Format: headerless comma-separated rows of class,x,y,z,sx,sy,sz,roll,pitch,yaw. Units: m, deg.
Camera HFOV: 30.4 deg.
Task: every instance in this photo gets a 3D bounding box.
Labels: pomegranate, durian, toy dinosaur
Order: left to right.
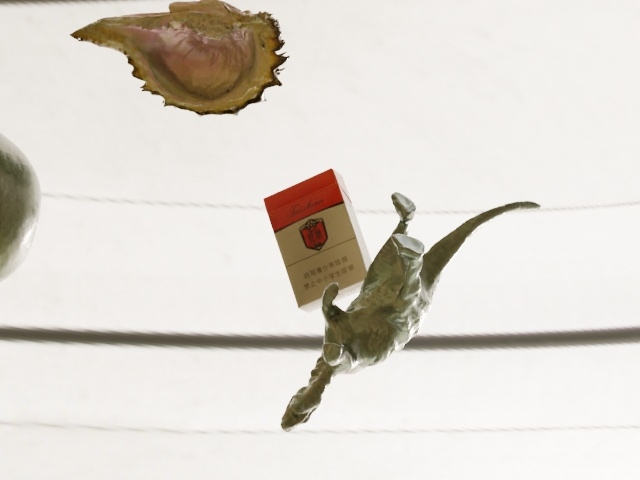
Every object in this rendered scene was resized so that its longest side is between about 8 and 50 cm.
pomegranate,-0.351,-0.055,1.137,0.180,0.180,0.210,-30,-134,47
durian,-0.146,-0.207,1.230,0.078,0.224,0.140,-88,-168,-48
toy dinosaur,0.092,0.037,1.238,0.092,0.393,0.206,31,-43,25

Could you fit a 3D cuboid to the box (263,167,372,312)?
box,0.000,0.000,1.446,0.100,0.048,0.152,-23,-111,12
